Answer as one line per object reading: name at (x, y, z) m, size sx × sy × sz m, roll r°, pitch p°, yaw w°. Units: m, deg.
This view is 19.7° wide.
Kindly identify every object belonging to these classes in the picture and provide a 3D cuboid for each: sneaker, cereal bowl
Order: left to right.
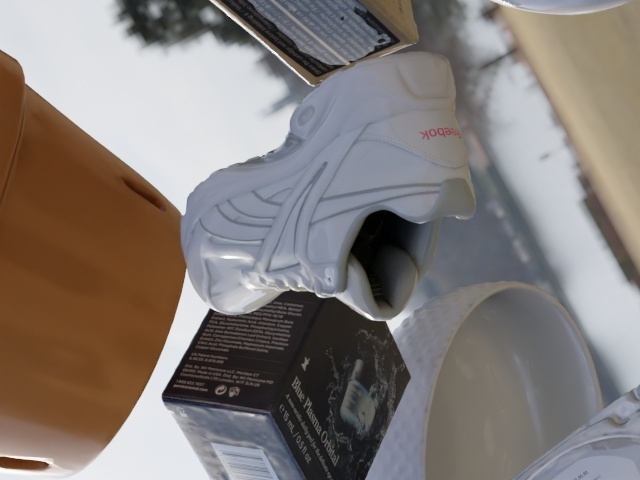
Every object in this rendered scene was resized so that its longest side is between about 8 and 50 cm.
sneaker at (0.000, 0.000, 0.983) m, size 0.232 × 0.090 × 0.115 m, roll -43°, pitch 59°, yaw 49°
cereal bowl at (0.135, 0.209, 1.756) m, size 0.339 × 0.141 × 0.339 m, roll 5°, pitch -96°, yaw -53°

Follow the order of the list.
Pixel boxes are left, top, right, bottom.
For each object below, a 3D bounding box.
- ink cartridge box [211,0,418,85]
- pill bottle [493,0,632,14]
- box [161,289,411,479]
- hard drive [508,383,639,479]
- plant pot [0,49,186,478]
ink cartridge box at (-0.033, -0.246, 1.191) m, size 0.193 × 0.088 × 0.235 m, roll 37°, pitch -143°, yaw -50°
pill bottle at (0.138, -0.293, 1.018) m, size 0.323 × 0.181 × 0.181 m, roll 84°, pitch 165°, yaw -51°
box at (-0.020, 0.106, 1.338) m, size 0.158 × 0.093 × 0.156 m, roll -64°, pitch -35°, yaw -35°
hard drive at (0.235, 0.286, 1.393) m, size 0.064 × 0.237 × 0.339 m, roll 38°, pitch -158°, yaw -35°
plant pot at (-0.221, 0.026, 1.193) m, size 0.203 × 0.291 × 0.291 m, roll 25°, pitch -160°, yaw -23°
